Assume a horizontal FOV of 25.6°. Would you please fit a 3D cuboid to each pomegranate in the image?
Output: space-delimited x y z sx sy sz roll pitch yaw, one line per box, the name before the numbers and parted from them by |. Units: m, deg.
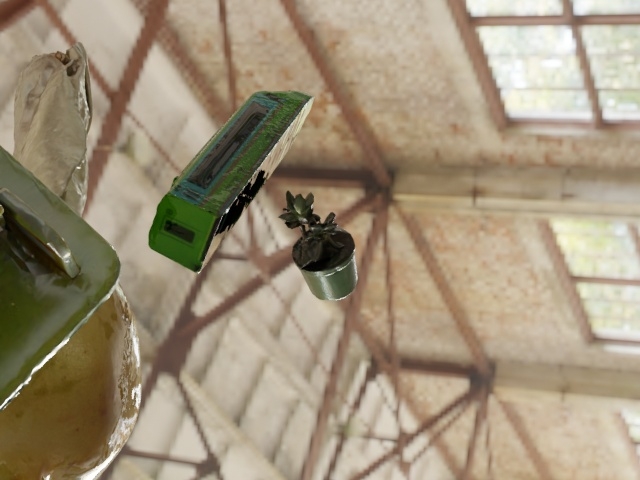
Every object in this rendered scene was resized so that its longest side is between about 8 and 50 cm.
pomegranate | -0.244 0.104 1.067 0.233 0.233 0.233 3 -90 -65

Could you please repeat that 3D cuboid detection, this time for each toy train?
toy train | -0.054 -0.052 0.897 0.044 0.042 0.209 -65 -3 31

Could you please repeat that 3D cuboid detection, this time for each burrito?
burrito | -0.253 -0.071 1.345 0.117 0.076 0.392 -59 28 34

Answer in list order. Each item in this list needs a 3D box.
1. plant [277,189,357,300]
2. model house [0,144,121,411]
plant | 0.000 0.000 1.097 0.102 0.051 0.051 70 -147 -44
model house | -0.233 0.059 0.621 0.300 0.340 0.323 -47 -12 -11
